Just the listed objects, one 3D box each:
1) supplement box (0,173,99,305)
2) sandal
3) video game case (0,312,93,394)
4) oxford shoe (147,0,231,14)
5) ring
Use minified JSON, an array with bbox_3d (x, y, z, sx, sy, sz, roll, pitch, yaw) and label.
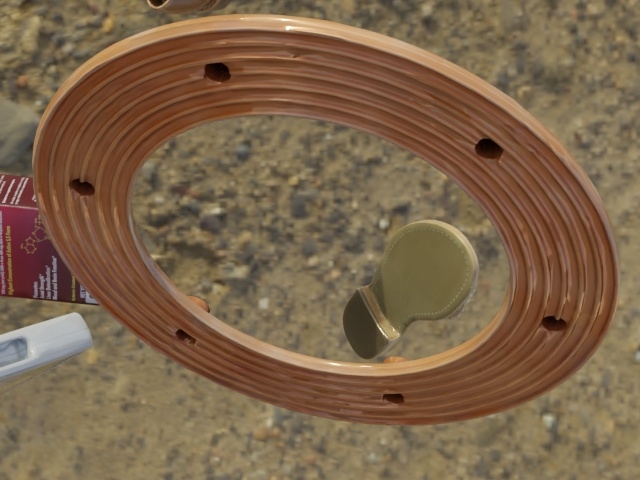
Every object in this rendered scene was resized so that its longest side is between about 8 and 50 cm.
[{"bbox_3d":[-0.352,-0.004,1.472,0.073,0.239,0.130,-86,-178,-57],"label":"supplement box"},{"bbox_3d":[0.101,0.036,1.160,0.079,0.240,0.088,-20,75,-30],"label":"sandal"},{"bbox_3d":[-0.370,0.151,0.921,0.036,0.329,0.300,64,23,4],"label":"video game case"},{"bbox_3d":[-0.104,-0.268,0.924,0.076,0.076,0.212,-24,117,-50],"label":"oxford shoe"},{"bbox_3d":[0.000,0.000,0.726,0.336,0.337,0.032,45,44,-32],"label":"ring"}]
